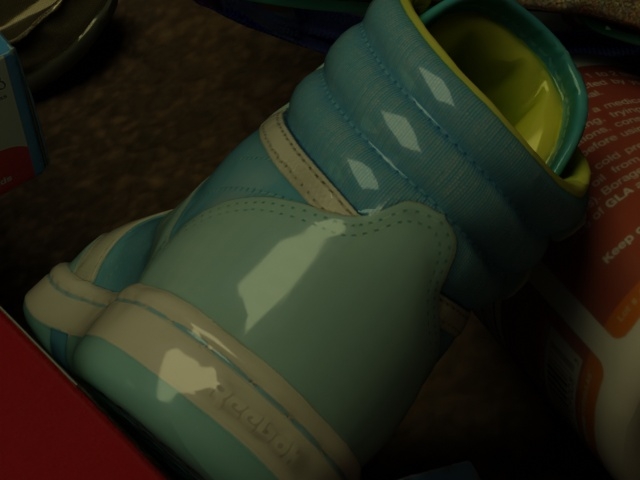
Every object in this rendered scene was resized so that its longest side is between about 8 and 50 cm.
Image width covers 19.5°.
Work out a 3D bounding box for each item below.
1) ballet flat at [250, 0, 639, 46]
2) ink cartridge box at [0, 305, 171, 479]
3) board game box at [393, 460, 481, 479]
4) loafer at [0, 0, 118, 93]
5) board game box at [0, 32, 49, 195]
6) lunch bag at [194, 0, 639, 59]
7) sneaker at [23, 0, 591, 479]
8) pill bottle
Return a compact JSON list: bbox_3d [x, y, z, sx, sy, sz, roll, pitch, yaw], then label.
[{"bbox_3d":[0.105,-0.132,0.749,0.316,0.106,0.107,7,19,-10],"label":"ballet flat"},{"bbox_3d":[-0.171,0.053,0.607,0.130,0.309,0.272,-45,4,-17],"label":"ink cartridge box"},{"bbox_3d":[0.013,0.142,0.605,0.033,0.133,0.169,0,1,29],"label":"board game box"},{"bbox_3d":[-0.238,-0.133,1.089,0.251,0.087,0.094,-4,44,22],"label":"loafer"},{"bbox_3d":[-0.334,-0.081,0.849,0.308,0.086,0.302,-31,58,-18],"label":"board game box"},{"bbox_3d":[0.118,-0.249,0.930,0.385,0.239,0.328,-9,42,6],"label":"lunch bag"},{"bbox_3d":[0.000,0.000,0.718,0.208,0.127,0.319,-48,14,-8],"label":"sneaker"},{"bbox_3d":[0.115,-0.001,0.748,0.121,0.121,0.216,-30,41,-6],"label":"pill bottle"}]
